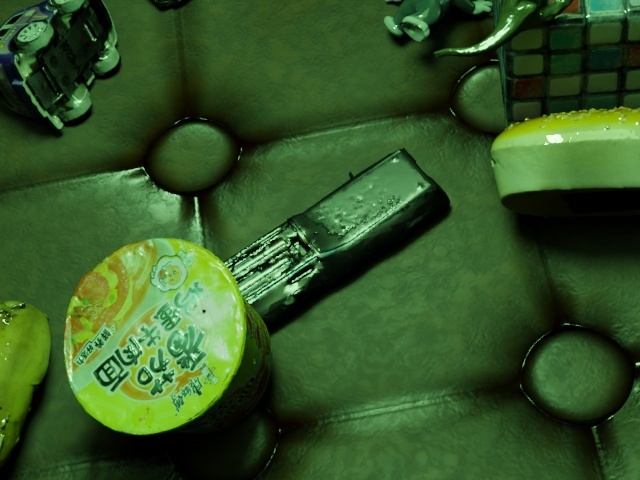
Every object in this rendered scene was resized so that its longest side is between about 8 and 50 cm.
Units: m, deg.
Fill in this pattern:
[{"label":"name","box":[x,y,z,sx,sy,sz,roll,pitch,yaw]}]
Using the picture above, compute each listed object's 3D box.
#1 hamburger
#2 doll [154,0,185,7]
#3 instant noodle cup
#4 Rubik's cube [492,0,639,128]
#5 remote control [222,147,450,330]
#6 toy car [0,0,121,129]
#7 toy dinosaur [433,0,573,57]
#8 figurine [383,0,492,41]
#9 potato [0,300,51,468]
[{"label":"hamburger","box":[0.391,-0.119,1.846,0.295,0.227,0.151,2,81,6]},{"label":"doll","box":[-0.219,-0.483,2.243,0.248,0.088,0.127,-9,57,-2]},{"label":"instant noodle cup","box":[-0.187,0.147,1.740,0.264,0.200,0.264,-5,72,16]},{"label":"Rubik's cube","box":[0.408,-0.346,1.945,0.292,0.287,0.293,-3,58,8]},{"label":"remote control","box":[0.000,0.000,1.917,0.399,0.062,0.144,-34,60,-12]},{"label":"toy car","box":[-0.449,-0.315,2.131,0.158,0.172,0.235,10,54,31]},{"label":"toy dinosaur","box":[0.253,-0.323,1.778,0.179,0.087,0.187,-32,32,34]},{"label":"figurine","box":[0.174,-0.426,2.122,0.193,0.140,0.265,6,33,32]},{"label":"potato","box":[-0.481,0.212,1.805,0.173,0.140,0.300,8,55,8]}]
